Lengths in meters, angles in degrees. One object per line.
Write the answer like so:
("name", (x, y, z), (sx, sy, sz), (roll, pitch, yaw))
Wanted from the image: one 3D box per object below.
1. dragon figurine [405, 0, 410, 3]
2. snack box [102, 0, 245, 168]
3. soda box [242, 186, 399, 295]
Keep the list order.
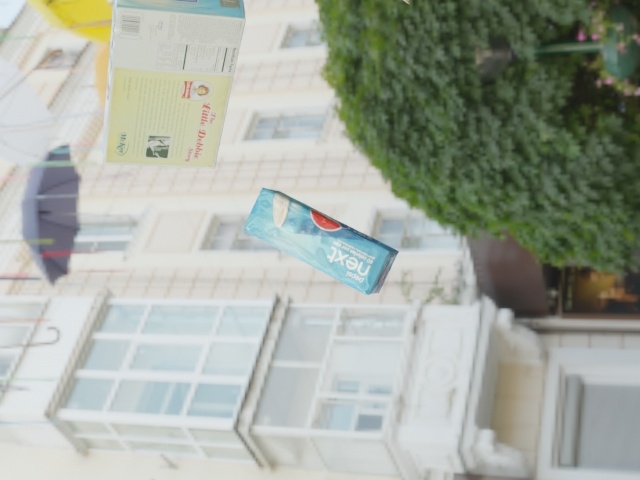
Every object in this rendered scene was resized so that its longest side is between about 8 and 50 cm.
("dragon figurine", (0.192, -0.494, 1.582), (0.085, 0.144, 0.289), (41, -134, -4))
("snack box", (-0.233, -0.240, 1.539), (0.322, 0.187, 0.060), (110, 157, -48))
("soda box", (0.000, 0.000, 1.426), (0.071, 0.210, 0.067), (-65, -15, 7))
